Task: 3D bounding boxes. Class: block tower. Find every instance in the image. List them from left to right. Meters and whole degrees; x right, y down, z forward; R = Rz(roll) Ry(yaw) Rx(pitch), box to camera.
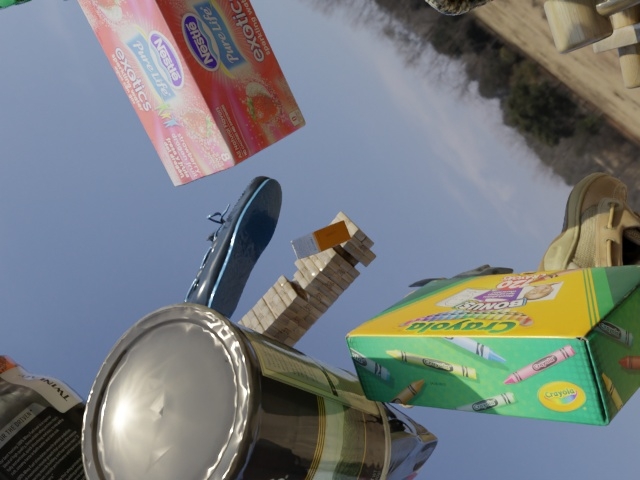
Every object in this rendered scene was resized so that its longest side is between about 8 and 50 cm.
[{"bbox_3d":[-0.025,0.102,1.431,0.091,0.335,0.097,40,-174,-36],"label":"block tower"}]

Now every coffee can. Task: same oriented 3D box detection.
[{"bbox_3d":[-0.073,0.200,0.702,0.275,0.201,0.202,35,-164,-51],"label":"coffee can"}]

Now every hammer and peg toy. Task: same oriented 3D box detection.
[{"bbox_3d":[0.439,-0.246,0.711,0.361,0.128,0.266,-20,-170,-24],"label":"hammer and peg toy"}]

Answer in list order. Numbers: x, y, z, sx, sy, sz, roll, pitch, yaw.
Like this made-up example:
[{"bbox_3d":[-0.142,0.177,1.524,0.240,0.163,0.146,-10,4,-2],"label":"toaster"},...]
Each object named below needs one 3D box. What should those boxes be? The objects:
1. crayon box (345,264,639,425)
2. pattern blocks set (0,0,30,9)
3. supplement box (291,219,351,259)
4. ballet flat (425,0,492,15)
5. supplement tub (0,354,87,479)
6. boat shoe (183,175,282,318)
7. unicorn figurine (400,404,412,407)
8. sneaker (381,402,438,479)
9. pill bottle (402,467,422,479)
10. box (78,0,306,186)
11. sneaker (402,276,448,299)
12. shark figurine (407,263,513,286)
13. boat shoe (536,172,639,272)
[{"bbox_3d":[0.181,0.097,0.671,0.165,0.278,0.081,-25,-79,-40],"label":"crayon box"},{"bbox_3d":[-0.277,-0.358,0.547,0.285,0.325,0.026,10,-154,26],"label":"pattern blocks set"},{"bbox_3d":[0.000,0.000,1.110,0.062,0.098,0.036,-22,-89,-25],"label":"supplement box"},{"bbox_3d":[0.287,-0.281,0.480,0.164,0.482,0.182,49,-151,-53],"label":"ballet flat"},{"bbox_3d":[-0.299,0.289,0.756,0.316,0.194,0.193,41,-160,2],"label":"supplement tub"},{"bbox_3d":[-0.152,0.005,1.079,0.089,0.258,0.109,16,161,35],"label":"boat shoe"},{"bbox_3d":[0.173,0.188,0.946,0.060,0.161,0.111,23,-140,-56],"label":"unicorn figurine"},{"bbox_3d":[0.073,0.265,0.913,0.118,0.083,0.222,33,180,28],"label":"sneaker"},{"bbox_3d":[0.011,0.494,1.348,0.210,0.363,0.210,47,177,4],"label":"pill bottle"},{"bbox_3d":[-0.170,-0.243,0.873,0.154,0.142,0.300,-37,-72,-42],"label":"box"},{"bbox_3d":[0.241,0.155,1.633,0.066,0.188,0.071,44,-140,2],"label":"sneaker"},{"bbox_3d":[0.238,0.141,1.210,0.278,0.166,0.116,95,167,-65],"label":"shark figurine"},{"bbox_3d":[0.377,0.013,0.885,0.110,0.122,0.341,5,-147,31],"label":"boat shoe"}]
